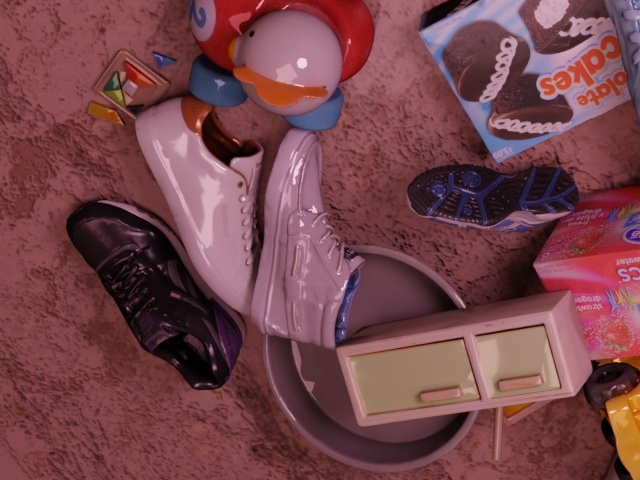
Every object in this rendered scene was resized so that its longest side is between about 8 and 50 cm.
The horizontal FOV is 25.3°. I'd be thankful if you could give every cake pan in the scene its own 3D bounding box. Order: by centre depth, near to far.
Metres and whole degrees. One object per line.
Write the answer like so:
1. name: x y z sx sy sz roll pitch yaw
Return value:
1. cake pan: 0.070 0.141 1.762 0.293 0.054 0.293 6 107 22

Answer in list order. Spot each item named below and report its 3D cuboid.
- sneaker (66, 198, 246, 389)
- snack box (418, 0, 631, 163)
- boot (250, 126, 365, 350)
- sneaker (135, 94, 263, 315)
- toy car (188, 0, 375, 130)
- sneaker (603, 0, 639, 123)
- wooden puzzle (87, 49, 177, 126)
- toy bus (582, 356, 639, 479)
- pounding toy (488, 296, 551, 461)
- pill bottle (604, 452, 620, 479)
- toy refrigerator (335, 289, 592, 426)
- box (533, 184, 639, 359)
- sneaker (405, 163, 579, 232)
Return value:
1. sneaker: -0.204 0.069 1.766 0.107 0.124 0.283 -39 107 23
2. snack box: 0.293 -0.235 1.572 0.322 0.060 0.187 -26 114 19
3. boot: 0.000 0.000 1.686 0.123 0.095 0.258 15 108 22
4. sneaker: -0.107 -0.041 1.703 0.123 0.106 0.290 -19 113 19
5. toy car: -0.052 -0.208 1.531 0.210 0.238 0.219 15 119 -1
6. sneaker: 0.367 -0.206 1.458 0.135 0.150 0.366 -21 117 16
7. wooden puzzle: -0.225 -0.181 1.696 0.078 0.014 0.116 29 118 -9
8. toy bus: 0.424 0.175 1.696 0.211 0.220 0.149 -19 109 10
9. pounding toy: 0.236 0.174 1.780 0.141 0.100 0.130 -35 109 23
10. pill bottle: 0.561 0.400 1.788 0.408 0.229 0.229 15 119 0
11. toy refrigerator: 0.162 0.138 1.634 0.269 0.094 0.102 -12 99 27
12. box: 0.415 0.027 1.595 0.300 0.142 0.154 -9 121 40
13. sneaker: 0.193 -0.038 1.649 0.211 0.080 0.081 3 155 -21
